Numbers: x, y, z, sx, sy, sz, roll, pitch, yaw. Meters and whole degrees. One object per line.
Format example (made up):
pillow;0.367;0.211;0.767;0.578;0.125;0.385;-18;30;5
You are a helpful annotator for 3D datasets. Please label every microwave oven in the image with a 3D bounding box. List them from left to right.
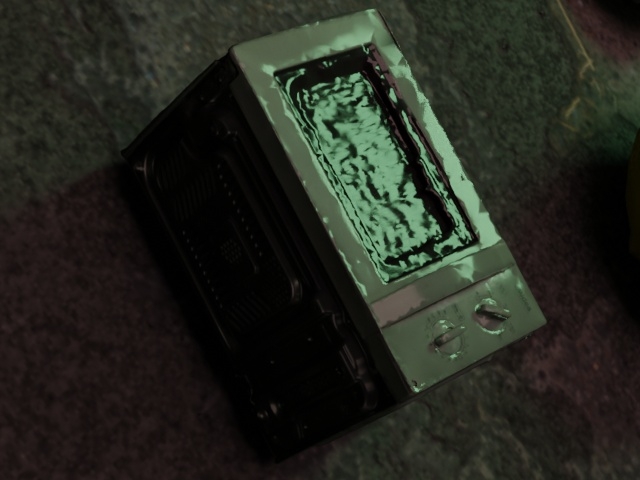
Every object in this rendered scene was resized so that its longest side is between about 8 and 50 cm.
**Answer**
microwave oven;0.000;0.000;0.796;0.122;0.162;0.208;-22;82;-40

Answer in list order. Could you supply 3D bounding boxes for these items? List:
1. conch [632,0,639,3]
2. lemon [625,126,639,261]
conch;0.298;-0.241;1.163;0.153;0.102;0.135;16;67;10
lemon;0.327;-0.049;1.019;0.204;0.204;0.260;37;88;-15
